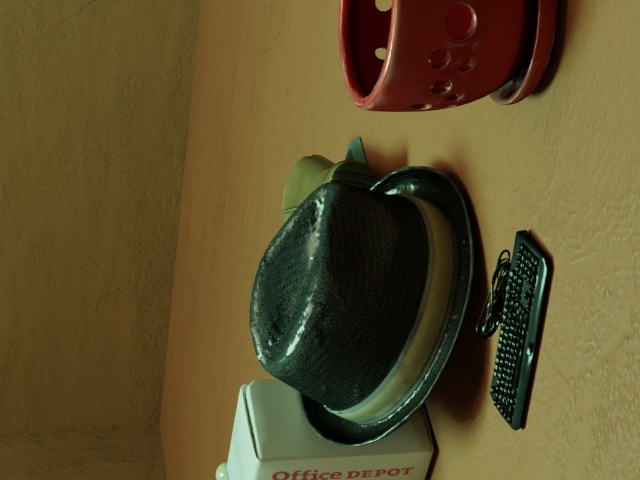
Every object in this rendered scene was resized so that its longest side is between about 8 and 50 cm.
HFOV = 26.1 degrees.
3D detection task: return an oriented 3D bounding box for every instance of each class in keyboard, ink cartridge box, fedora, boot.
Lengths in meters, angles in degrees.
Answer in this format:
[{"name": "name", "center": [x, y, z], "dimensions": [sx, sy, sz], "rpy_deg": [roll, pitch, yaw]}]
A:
[{"name": "keyboard", "center": [0.182, 0.086, 1.365], "dimensions": [0.100, 0.038, 0.192], "rpy_deg": [-117, 30, -62]}, {"name": "ink cartridge box", "center": [-0.002, 0.322, 1.737], "dimensions": [0.131, 0.226, 0.306], "rpy_deg": [-105, 19, -45]}, {"name": "fedora", "center": [0.025, 0.057, 1.547], "dimensions": [0.334, 0.153, 0.334], "rpy_deg": [-33, 47, 44]}, {"name": "boot", "center": [0.000, 0.000, 1.847], "dimensions": [0.269, 0.089, 0.236], "rpy_deg": [-172, 98, -76]}]

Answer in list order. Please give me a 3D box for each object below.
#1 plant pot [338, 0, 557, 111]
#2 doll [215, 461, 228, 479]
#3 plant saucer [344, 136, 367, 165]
[{"name": "plant pot", "center": [0.122, -0.217, 1.307], "dimensions": [0.191, 0.174, 0.191], "rpy_deg": [179, 90, -77]}, {"name": "doll", "center": [-0.064, 0.351, 2.068], "dimensions": [0.129, 0.189, 0.046], "rpy_deg": [-152, 62, -74]}, {"name": "plant saucer", "center": [0.038, -0.060, 2.003], "dimensions": [0.192, 0.018, 0.067], "rpy_deg": [105, 159, -46]}]
